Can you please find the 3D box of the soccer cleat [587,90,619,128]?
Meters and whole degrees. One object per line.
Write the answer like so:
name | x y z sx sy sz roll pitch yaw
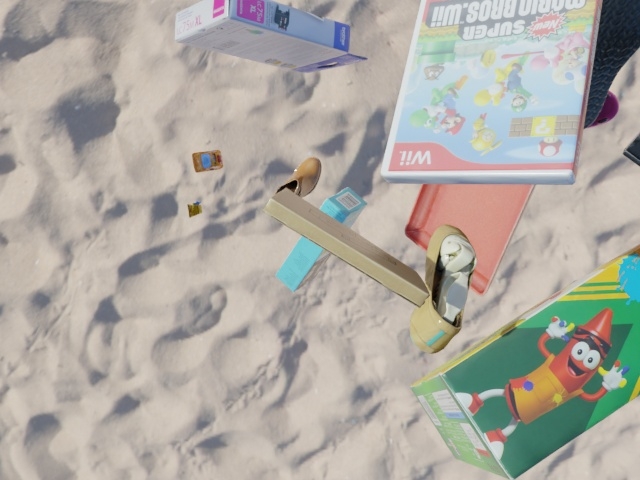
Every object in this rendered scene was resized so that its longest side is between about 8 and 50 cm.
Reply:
soccer cleat | 0.577 -0.341 1.861 0.332 0.143 0.115 -2 105 10

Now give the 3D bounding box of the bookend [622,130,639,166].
bookend | 0.719 -0.228 1.537 0.072 0.156 0.157 40 113 12

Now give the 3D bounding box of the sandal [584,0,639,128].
sandal | 0.604 -0.427 1.631 0.168 0.107 0.445 4 144 -8

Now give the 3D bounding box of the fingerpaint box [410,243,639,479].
fingerpaint box | 0.349 0.182 1.104 0.371 0.445 0.163 -31 78 -6

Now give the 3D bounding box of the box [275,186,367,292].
box | 0.000 0.000 1.601 0.060 0.100 0.244 42 125 11

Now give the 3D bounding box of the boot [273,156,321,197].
boot | -0.061 -0.150 1.935 0.073 0.152 0.197 32 85 5

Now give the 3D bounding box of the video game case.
video game case | 0.187 -0.193 0.787 0.204 0.285 0.025 3 160 32

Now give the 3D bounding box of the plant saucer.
plant saucer | 0.293 -0.065 1.419 0.048 0.258 0.258 0 119 -35

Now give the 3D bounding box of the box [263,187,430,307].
box | 0.031 0.003 0.859 0.201 0.164 0.021 31 98 -2

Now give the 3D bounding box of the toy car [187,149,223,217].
toy car | -0.182 -0.096 1.206 0.060 0.041 0.121 10 79 -44

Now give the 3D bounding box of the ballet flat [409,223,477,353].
ballet flat | 0.182 0.052 0.998 0.080 0.232 0.073 31 138 -12

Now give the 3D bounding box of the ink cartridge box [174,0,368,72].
ink cartridge box | -0.084 -0.372 1.333 0.311 0.186 0.065 7 86 -39
